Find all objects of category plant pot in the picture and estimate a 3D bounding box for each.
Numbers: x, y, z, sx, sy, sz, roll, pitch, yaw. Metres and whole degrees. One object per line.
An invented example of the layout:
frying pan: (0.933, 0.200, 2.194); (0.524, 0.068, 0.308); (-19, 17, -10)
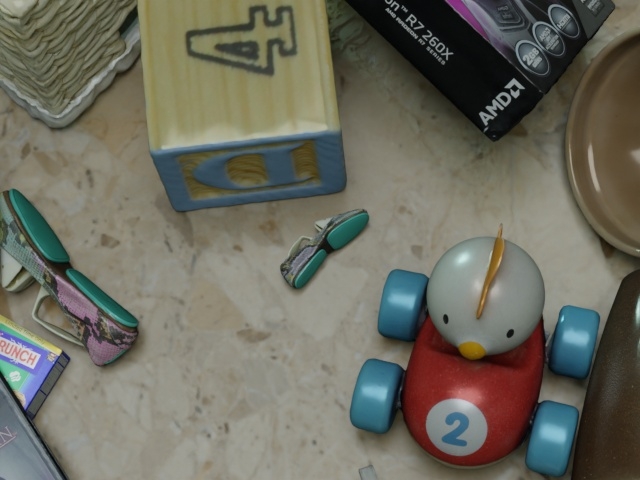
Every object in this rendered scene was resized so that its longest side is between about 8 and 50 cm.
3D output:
plant pot: (0.372, -0.099, 1.691); (0.110, 0.237, 0.237); (0, 67, -41)
plant pot: (0.346, 0.146, 1.597); (0.215, 0.215, 0.230); (1, 68, 4)

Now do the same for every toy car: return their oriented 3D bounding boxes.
toy car: (0.152, 0.087, 1.588); (0.219, 0.238, 0.210); (13, 61, 11)

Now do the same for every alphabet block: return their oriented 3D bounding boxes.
alphabet block: (-0.079, -0.160, 1.719); (0.193, 0.192, 0.197); (-6, 72, -1)

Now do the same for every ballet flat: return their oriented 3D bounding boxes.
ballet flat: (0.000, 0.000, 1.745); (0.041, 0.041, 0.114); (43, 79, 14)
ballet flat: (-0.283, 0.044, 1.734); (0.079, 0.077, 0.221); (-46, 76, 10)

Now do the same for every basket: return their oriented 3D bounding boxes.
basket: (-0.305, -0.362, 1.755); (0.331, 0.266, 0.328); (38, 78, 11)

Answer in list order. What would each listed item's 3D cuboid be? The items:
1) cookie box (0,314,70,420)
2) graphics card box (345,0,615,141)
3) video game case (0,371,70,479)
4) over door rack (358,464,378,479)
cookie box: (-0.328, 0.141, 1.717); (0.092, 0.040, 0.107); (28, 76, 10)
graphics card box: (0.112, -0.296, 1.696); (0.371, 0.094, 0.233); (45, 41, -1)
video game case: (-0.341, 0.282, 1.658); (0.196, 0.026, 0.274); (-35, 80, 2)
over door rack: (-0.008, 0.395, 1.573); (0.240, 0.108, 0.324); (-19, 52, -3)
